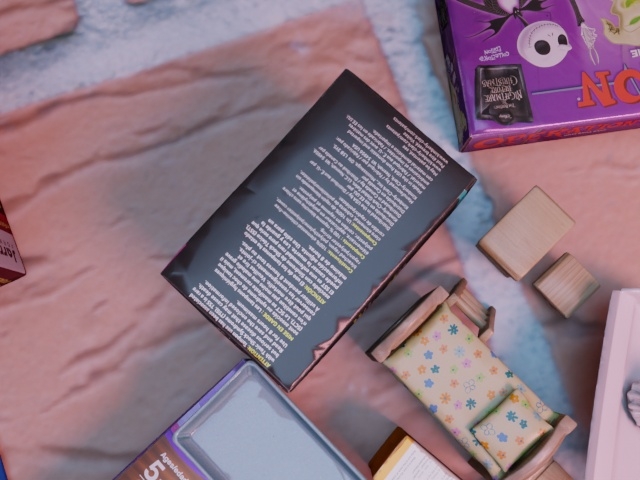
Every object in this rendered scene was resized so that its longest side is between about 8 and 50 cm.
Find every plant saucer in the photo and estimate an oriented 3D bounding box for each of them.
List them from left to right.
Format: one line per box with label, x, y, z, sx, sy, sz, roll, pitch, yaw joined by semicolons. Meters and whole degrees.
plant saucer;0.002;0.162;0.409;0.067;0.018;0.192;-44;82;-8

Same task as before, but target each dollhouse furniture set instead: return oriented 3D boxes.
dollhouse furniture set;0.149;0.081;0.433;0.161;0.101;0.182;-44;82;-5

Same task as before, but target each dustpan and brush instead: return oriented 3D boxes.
dustpan and brush;0.263;0.134;0.437;0.211;0.060;0.147;35;59;-23

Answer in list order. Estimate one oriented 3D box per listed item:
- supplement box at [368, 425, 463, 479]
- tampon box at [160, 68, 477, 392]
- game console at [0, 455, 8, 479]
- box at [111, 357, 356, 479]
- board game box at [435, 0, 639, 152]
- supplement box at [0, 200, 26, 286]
supplement box;0.079;0.166;0.441;0.098;0.062;0.036;39;83;8
tampon box;0.000;0.000;0.440;0.101;0.120;0.161;42;84;7
game console;-0.307;0.253;0.377;0.250;0.173;0.293;-21;80;-4
box;-0.022;0.248;0.432;0.201;0.057;0.293;-43;82;-6
board game box;0.258;-0.189;0.503;0.347;0.056;0.208;-8;85;0
supplement box;-0.289;-0.079;0.455;0.073;0.130;0.239;-22;82;-4
